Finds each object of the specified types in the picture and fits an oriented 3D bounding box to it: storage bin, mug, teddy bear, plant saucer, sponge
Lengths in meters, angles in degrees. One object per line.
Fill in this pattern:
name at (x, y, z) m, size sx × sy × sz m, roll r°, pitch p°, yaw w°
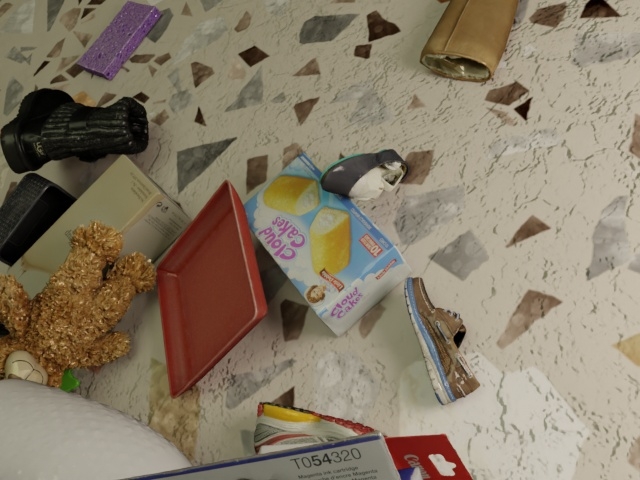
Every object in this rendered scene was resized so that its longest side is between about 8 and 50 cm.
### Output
storage bin at (-0.569, -0.029, 1.346) m, size 0.084 × 0.122 × 0.180 m, roll 22°, pitch 74°, yaw 35°
mug at (-0.344, 0.338, 0.864) m, size 0.327 × 0.374 × 0.276 m, roll 9°, pitch 70°, yaw 23°
teddy bear at (-0.411, 0.128, 1.095) m, size 0.338 × 0.245 × 0.113 m, roll -38°, pitch 38°, yaw -27°
plant saucer at (-0.174, 0.080, 1.072) m, size 0.258 × 0.047 × 0.259 m, roll -45°, pitch 47°, yaw 34°
sponge at (-0.483, -0.484, 1.622) m, size 0.117 × 0.031 × 0.210 m, roll 26°, pitch 77°, yaw 35°

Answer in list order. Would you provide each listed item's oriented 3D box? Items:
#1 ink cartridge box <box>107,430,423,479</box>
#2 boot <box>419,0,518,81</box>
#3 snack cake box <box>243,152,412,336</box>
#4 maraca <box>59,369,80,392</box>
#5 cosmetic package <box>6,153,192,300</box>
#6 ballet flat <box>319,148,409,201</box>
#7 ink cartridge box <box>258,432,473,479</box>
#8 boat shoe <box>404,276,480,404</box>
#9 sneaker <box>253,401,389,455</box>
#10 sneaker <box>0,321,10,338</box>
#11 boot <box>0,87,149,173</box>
ink cartridge box at (-0.023, 0.349, 0.743) m, size 0.323 × 0.330 × 0.071 m, roll -15°, pitch 18°, yaw 19°
boot at (0.237, -0.418, 1.179) m, size 0.236 × 0.089 × 0.270 m, roll 17°, pitch 73°, yaw 34°
snack cake box at (0.000, 0.000, 1.058) m, size 0.152 × 0.089 × 0.264 m, roll -41°, pitch 52°, yaw -1°
maraca at (-0.505, 0.251, 1.170) m, size 0.185 × 0.099 × 0.127 m, roll 9°, pitch 76°, yaw 15°
cosmetic package at (-0.408, 0.011, 1.248) m, size 0.309 × 0.113 × 0.160 m, roll -47°, pitch 53°, yaw -5°
ballet flat at (0.079, -0.098, 1.031) m, size 0.074 × 0.203 × 0.074 m, roll 10°, pitch 109°, yaw 31°
ink cartridge box at (0.059, 0.292, 0.799) m, size 0.224 × 0.181 × 0.056 m, roll -8°, pitch 50°, yaw 22°
boat shoe at (0.166, 0.128, 0.921) m, size 0.066 × 0.066 × 0.183 m, roll -21°, pitch 65°, yaw 10°
sneaker at (0.007, 0.282, 0.906) m, size 0.225 × 0.088 × 0.093 m, roll 3°, pitch 74°, yaw 35°
sneaker at (-0.658, 0.140, 1.308) m, size 0.281 × 0.106 × 0.163 m, roll 3°, pitch 61°, yaw 29°
boot at (-0.488, -0.249, 1.418) m, size 0.260 × 0.131 × 0.348 m, roll -14°, pitch 32°, yaw 0°
